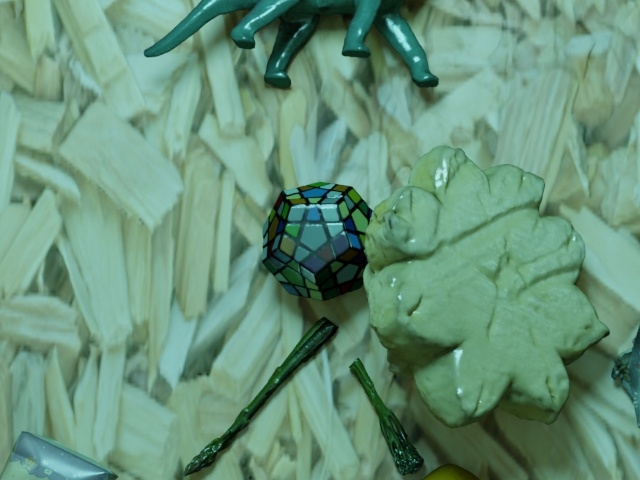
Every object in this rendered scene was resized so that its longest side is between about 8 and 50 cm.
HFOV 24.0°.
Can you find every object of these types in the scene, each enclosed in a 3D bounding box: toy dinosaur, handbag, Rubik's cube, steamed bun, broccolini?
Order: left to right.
[{"bbox_3d":[-0.307,0.304,1.626,0.117,0.095,0.173,24,79,13],"label":"handbag"},{"bbox_3d":[0.000,0.000,1.614,0.133,0.133,0.111,-3,112,5],"label":"Rubik's cube"},{"bbox_3d":[0.015,-0.340,1.669,0.384,0.129,0.330,6,74,7],"label":"toy dinosaur"},{"bbox_3d":[0.069,0.189,1.627,0.030,0.035,0.140,-28,81,-2],"label":"broccolini"},{"bbox_3d":[0.153,0.064,1.565,0.295,0.137,0.292,19,64,-29],"label":"steamed bun"}]

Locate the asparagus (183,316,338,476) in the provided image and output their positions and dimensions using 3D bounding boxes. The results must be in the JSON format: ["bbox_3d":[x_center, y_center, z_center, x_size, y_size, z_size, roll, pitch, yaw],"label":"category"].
[{"bbox_3d":[-0.066,0.173,1.648,0.233,0.022,0.023,-47,126,-3],"label":"asparagus"}]

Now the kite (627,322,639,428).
[{"bbox_3d":[0.433,0.159,1.569,0.245,0.015,0.141,15,62,-6],"label":"kite"}]

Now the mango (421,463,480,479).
[{"bbox_3d":[0.136,0.342,1.571,0.145,0.112,0.219,-3,70,0],"label":"mango"}]

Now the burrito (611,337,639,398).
[{"bbox_3d":[0.401,0.194,1.586,0.229,0.058,0.063,44,84,6],"label":"burrito"}]
